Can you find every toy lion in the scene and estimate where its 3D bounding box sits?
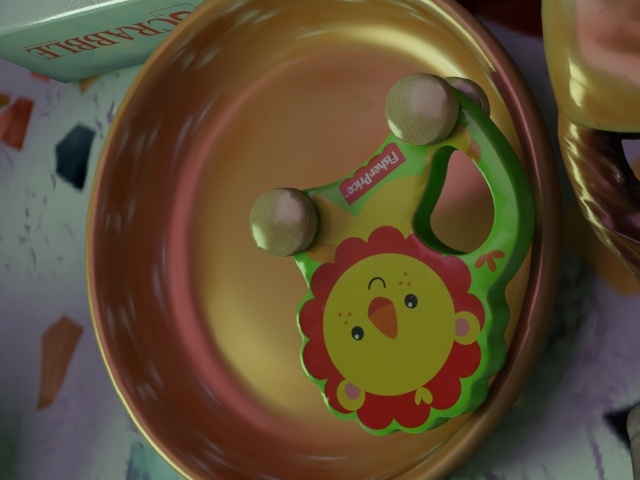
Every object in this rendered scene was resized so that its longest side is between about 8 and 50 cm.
[{"bbox_3d":[0.029,0.010,0.516,0.100,0.034,0.096,-39,73,25],"label":"toy lion"}]

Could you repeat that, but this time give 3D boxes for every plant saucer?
[{"bbox_3d":[0.000,0.000,0.575,0.200,0.037,0.200,-4,83,34],"label":"plant saucer"}]

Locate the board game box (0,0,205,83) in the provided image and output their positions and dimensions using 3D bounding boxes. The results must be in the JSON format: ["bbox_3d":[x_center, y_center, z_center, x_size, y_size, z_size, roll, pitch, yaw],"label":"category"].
[{"bbox_3d":[-0.008,-0.244,0.661,0.318,0.066,0.318,-6,73,41],"label":"board game box"}]

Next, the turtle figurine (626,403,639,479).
[{"bbox_3d":[0.121,0.150,0.393,0.175,0.118,0.234,-11,64,40],"label":"turtle figurine"}]

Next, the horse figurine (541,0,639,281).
[{"bbox_3d":[0.132,-0.092,0.467,0.174,0.066,0.263,14,87,23],"label":"horse figurine"}]
